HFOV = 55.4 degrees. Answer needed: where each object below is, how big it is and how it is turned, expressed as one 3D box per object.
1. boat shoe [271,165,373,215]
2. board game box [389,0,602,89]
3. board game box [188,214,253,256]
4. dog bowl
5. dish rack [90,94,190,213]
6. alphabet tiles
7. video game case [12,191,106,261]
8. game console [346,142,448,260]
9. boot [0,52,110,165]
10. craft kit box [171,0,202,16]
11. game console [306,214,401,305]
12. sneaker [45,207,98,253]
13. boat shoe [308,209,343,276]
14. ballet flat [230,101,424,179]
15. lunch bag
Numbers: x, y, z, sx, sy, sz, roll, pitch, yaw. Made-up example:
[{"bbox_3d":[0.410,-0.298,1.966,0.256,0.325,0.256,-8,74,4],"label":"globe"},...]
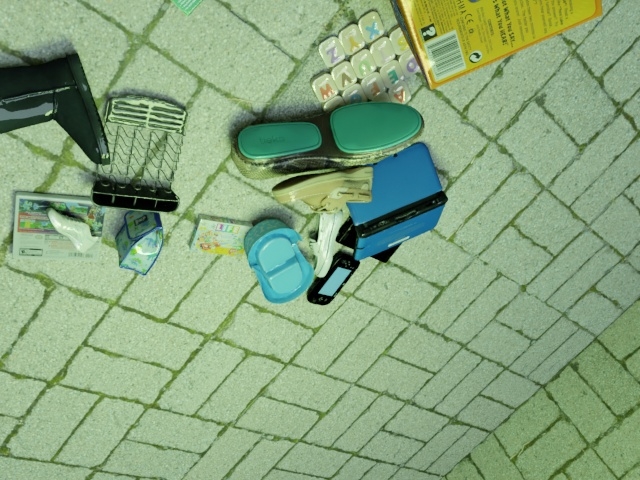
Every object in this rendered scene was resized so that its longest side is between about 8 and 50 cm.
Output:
[{"bbox_3d":[0.023,-0.119,1.537,0.341,0.122,0.110,-15,101,-44],"label":"boat shoe"},{"bbox_3d":[0.295,-0.598,1.213,0.356,0.356,0.356,-21,133,12],"label":"board game box"},{"bbox_3d":[-0.273,-0.011,1.675,0.154,0.026,0.103,8,121,-29],"label":"board game box"},{"bbox_3d":[-0.123,0.057,1.748,0.166,0.074,0.297,-29,138,-10],"label":"dog bowl"},{"bbox_3d":[-0.419,-0.201,1.431,0.208,0.074,0.271,4,123,-28],"label":"dish rack"},{"bbox_3d":[0.119,-0.421,1.544,0.284,0.021,0.278,-32,132,0],"label":"alphabet tiles"},{"bbox_3d":[-0.641,-0.030,1.495,0.201,0.023,0.183,4,123,-26],"label":"video game case"},{"bbox_3d":[0.202,-0.109,1.779,0.293,0.173,0.250,-22,155,-14],"label":"game console"},{"bbox_3d":[-0.572,-0.253,1.274,0.207,0.094,0.246,-18,105,-13],"label":"boot"},{"bbox_3d":[-0.268,-0.620,1.192,0.250,0.061,0.247,-43,128,10],"label":"craft kit box"},{"bbox_3d":[0.097,0.069,1.898,0.213,0.044,0.361,22,114,-36],"label":"game console"},{"bbox_3d":[-0.598,-0.035,1.466,0.061,0.053,0.152,-38,138,-5],"label":"sneaker"},{"bbox_3d":[0.000,0.000,1.787,0.076,0.083,0.226,8,110,-16],"label":"boat shoe"},{"bbox_3d":[0.016,-0.242,1.552,0.483,0.164,0.182,-10,160,-5],"label":"ballet flat"},{"bbox_3d":[-0.446,-0.012,1.527,0.096,0.129,0.151,25,113,-37],"label":"lunch bag"}]
